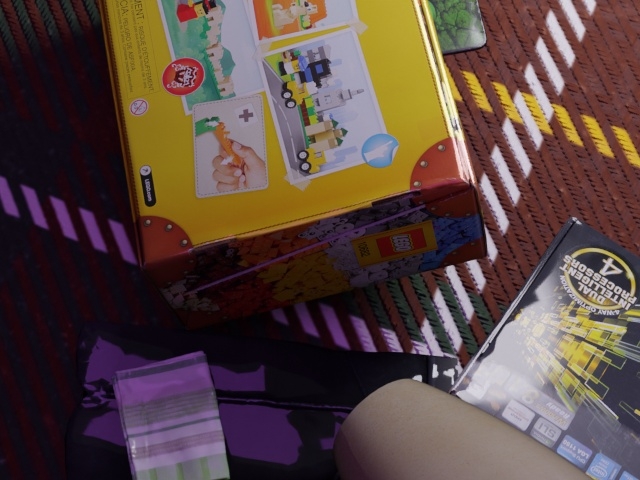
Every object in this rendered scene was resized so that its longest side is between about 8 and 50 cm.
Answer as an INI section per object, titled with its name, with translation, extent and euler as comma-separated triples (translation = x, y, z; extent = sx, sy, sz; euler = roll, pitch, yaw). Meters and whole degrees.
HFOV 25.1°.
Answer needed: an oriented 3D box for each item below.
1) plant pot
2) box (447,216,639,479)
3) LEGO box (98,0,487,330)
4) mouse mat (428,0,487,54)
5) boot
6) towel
[plant pot]
translation = 0.140, 0.278, 1.478
extent = 0.256, 0.256, 0.274
euler = -38, 55, -10
[box]
translation = 0.371, 0.194, 1.642
extent = 0.395, 0.097, 0.318
euler = 34, 57, 10
[LEGO box]
translation = -0.046, -0.192, 1.694
extent = 0.373, 0.193, 0.500
euler = -14, 64, 4
[mouse mat]
translation = 0.132, -0.332, 1.926
extent = 0.153, 0.007, 0.189
euler = -10, 72, -2
[boot]
translation = -0.078, 0.281, 1.660
extent = 0.445, 0.146, 0.367
euler = 6, 63, -1
[towel]
translation = -0.169, 0.208, 1.620
extent = 0.113, 0.023, 0.152
euler = -14, 71, 2
